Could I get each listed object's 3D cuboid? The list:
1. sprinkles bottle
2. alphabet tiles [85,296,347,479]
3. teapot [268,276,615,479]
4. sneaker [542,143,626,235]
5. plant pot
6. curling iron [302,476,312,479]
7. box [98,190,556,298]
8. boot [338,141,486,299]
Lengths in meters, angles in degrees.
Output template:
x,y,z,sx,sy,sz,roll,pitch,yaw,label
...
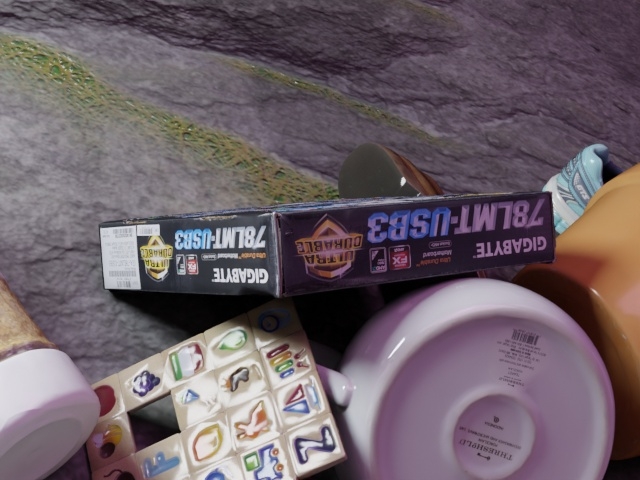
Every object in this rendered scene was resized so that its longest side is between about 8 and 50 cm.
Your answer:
x,y,z,sx,sy,sz,roll,pitch,yaw,label
-0.316,0.034,0.880,0.121,0.121,0.355,-20,59,-43,sprinkles bottle
-0.080,0.171,0.853,0.198,0.009,0.237,-25,51,6,alphabet tiles
0.106,0.140,0.961,0.253,0.187,0.256,-29,104,-10,teapot
0.404,-0.011,1.344,0.283,0.122,0.110,30,39,2,sneaker
0.317,0.082,1.096,0.203,0.291,0.291,-24,60,-25,plant pot
-0.017,0.195,0.945,0.068,0.035,0.274,4,45,-27,curling iron
0.000,0.000,0.994,0.296,0.293,0.073,-7,95,-37,box
0.130,0.025,1.170,0.115,0.112,0.305,15,40,-44,boot
